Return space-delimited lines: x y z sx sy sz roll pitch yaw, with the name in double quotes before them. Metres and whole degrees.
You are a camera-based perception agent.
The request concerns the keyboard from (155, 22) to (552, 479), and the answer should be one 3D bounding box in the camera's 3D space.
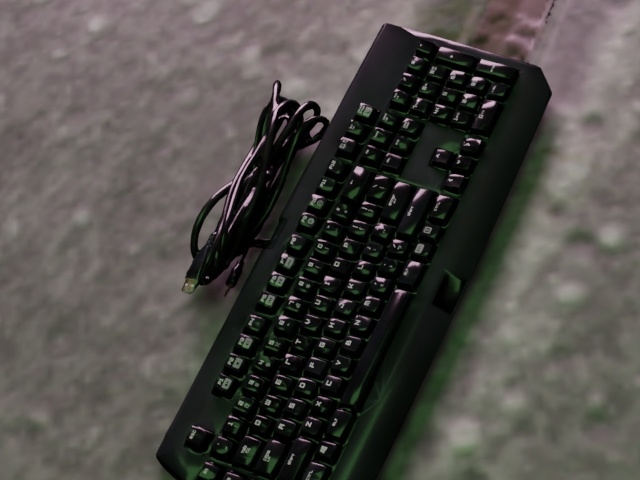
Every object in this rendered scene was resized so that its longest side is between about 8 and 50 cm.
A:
"keyboard" 0.000 0.000 0.522 0.100 0.038 0.192 16 63 22
